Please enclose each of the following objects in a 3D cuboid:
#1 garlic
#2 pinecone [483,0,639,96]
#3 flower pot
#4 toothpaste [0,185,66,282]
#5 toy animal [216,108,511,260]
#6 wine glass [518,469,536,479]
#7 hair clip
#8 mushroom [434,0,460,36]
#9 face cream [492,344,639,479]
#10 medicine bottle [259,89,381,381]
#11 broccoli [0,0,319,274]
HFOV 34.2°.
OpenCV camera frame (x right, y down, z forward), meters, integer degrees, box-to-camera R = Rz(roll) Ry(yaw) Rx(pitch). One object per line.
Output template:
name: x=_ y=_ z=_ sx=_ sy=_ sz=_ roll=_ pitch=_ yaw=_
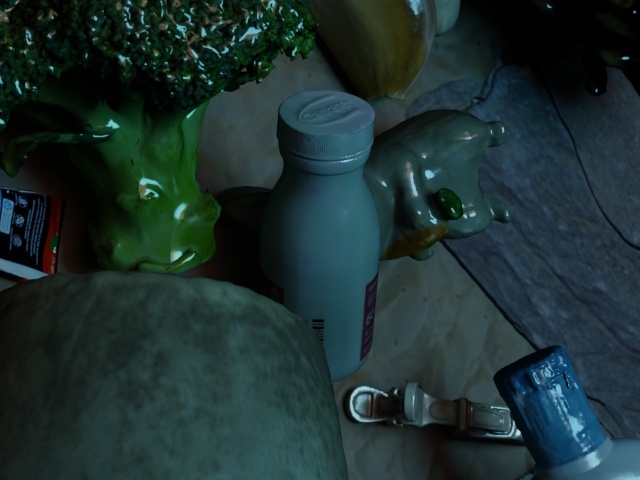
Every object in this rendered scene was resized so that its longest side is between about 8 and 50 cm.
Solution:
garlic: x=0.023 y=-0.229 z=0.934 sx=0.207 sy=0.128 sz=0.115 roll=37 pitch=33 yaw=-14
pinecone: x=0.315 y=-0.313 z=1.015 sx=0.398 sy=0.398 sz=0.397 roll=13 pitch=68 yaw=-34
flower pot: x=-0.103 y=0.205 z=0.582 sx=0.294 sy=0.294 sz=0.330 roll=21 pitch=59 yaw=-31
toothpaste: x=-0.253 y=-0.017 z=0.689 sx=0.194 sy=0.045 sz=0.071 roll=18 pitch=66 yaw=-45
toy animal: x=0.034 y=-0.030 z=0.879 sx=0.251 sy=0.127 sz=0.125 roll=-17 pitch=79 yaw=-22
wine glass: x=0.278 y=0.344 z=0.917 sx=0.143 sy=0.143 sz=0.321 roll=-37 pitch=97 yaw=-39
hair clip: x=0.131 y=0.154 z=0.906 sx=0.226 sy=0.072 sz=0.034 roll=16 pitch=69 yaw=-33
mushroom: x=0.094 y=-0.238 z=1.014 sx=0.079 sy=0.085 sz=0.085 roll=-11 pitch=80 yaw=3
face cream: x=0.233 y=0.244 z=0.805 sx=0.163 sy=0.080 sz=0.336 roll=-25 pitch=88 yaw=-5
medicine bottle: x=0.000 y=0.000 z=0.770 sx=0.090 sy=0.090 sz=0.216 roll=-31 pitch=137 yaw=-39
broccoli: x=-0.129 y=-0.114 z=0.688 sx=0.298 sy=0.298 sz=0.297 roll=-26 pitch=113 yaw=-39
